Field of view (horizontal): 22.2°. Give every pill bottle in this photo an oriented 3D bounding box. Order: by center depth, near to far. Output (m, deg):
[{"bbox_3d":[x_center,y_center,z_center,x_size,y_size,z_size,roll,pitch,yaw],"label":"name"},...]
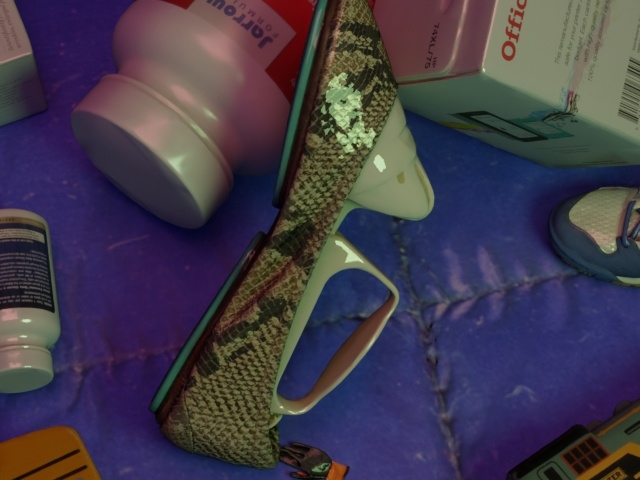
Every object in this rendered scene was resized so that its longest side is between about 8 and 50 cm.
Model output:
[{"bbox_3d":[-0.309,0.062,1.626,0.094,0.094,0.169,-9,65,-4],"label":"pill bottle"},{"bbox_3d":[-0.064,-0.217,1.682,0.229,0.229,0.407,33,69,14],"label":"pill bottle"}]

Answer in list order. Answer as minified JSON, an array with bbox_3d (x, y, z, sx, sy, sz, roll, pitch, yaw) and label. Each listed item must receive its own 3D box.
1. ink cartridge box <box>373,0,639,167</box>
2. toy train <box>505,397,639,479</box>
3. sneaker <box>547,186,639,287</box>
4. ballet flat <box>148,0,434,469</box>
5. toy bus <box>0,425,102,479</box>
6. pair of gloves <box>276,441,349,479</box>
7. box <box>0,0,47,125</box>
[{"bbox_3d":[0.213,-0.205,1.606,0.270,0.197,0.198,19,79,-33],"label":"ink cartridge box"},{"bbox_3d":[0.334,0.224,1.534,0.334,0.142,0.190,-32,60,-14],"label":"toy train"},{"bbox_3d":[0.381,-0.015,1.643,0.296,0.131,0.112,7,67,5],"label":"sneaker"},{"bbox_3d":[0.000,0.000,1.546,0.182,0.164,0.483,23,101,0],"label":"ballet flat"},{"bbox_3d":[-0.353,0.293,1.496,0.333,0.108,0.130,-25,52,-12],"label":"toy bus"},{"bbox_3d":[-0.018,0.240,1.589,0.074,0.010,0.083,18,66,9],"label":"pair of gloves"},{"bbox_3d":[-0.409,-0.210,1.739,0.182,0.119,0.181,-20,67,-9],"label":"box"}]
